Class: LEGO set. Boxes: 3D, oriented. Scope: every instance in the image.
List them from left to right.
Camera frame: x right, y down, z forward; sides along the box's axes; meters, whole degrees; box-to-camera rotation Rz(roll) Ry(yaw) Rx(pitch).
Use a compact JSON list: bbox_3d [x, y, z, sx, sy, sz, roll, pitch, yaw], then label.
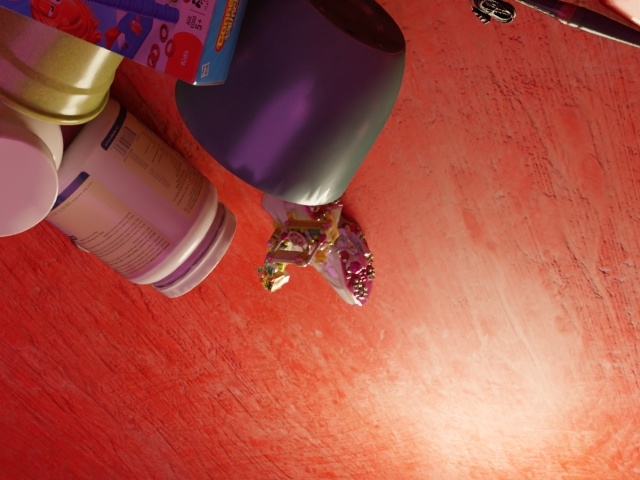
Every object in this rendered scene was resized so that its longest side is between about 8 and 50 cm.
[{"bbox_3d":[-0.055,0.037,1.485,0.287,0.107,0.132,-21,118,47],"label":"LEGO set"}]

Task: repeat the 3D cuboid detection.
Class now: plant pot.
[{"bbox_3d":[-0.349,-0.350,1.204,0.276,0.276,0.254,39,123,-24],"label":"plant pot"},{"bbox_3d":[-0.021,-0.235,1.190,0.293,0.293,0.235,29,124,-14],"label":"plant pot"}]

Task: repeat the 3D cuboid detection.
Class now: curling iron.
[{"bbox_3d":[0.337,-0.306,1.171,0.274,0.035,0.068,12,161,-2],"label":"curling iron"}]

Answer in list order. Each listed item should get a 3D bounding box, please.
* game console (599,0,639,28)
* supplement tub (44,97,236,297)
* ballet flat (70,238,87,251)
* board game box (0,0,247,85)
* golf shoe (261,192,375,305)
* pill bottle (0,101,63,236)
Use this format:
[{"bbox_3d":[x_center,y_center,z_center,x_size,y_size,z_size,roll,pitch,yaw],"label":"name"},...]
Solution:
[{"bbox_3d":[0.463,-0.332,1.109,0.144,0.085,0.124,27,168,-11],"label":"game console"},{"bbox_3d":[-0.332,-0.070,1.504,0.235,0.235,0.325,-26,124,38],"label":"supplement tub"},{"bbox_3d":[-0.454,-0.019,1.726,0.080,0.073,0.232,38,136,-22],"label":"ballet flat"},{"bbox_3d":[-0.216,-0.375,0.978,0.302,0.086,0.308,23,110,14],"label":"board game box"},{"bbox_3d":[0.000,0.000,1.582,0.140,0.115,0.306,-4,128,34],"label":"golf shoe"},{"bbox_3d":[-0.512,-0.181,1.309,0.210,0.363,0.210,-12,131,-15],"label":"pill bottle"}]
